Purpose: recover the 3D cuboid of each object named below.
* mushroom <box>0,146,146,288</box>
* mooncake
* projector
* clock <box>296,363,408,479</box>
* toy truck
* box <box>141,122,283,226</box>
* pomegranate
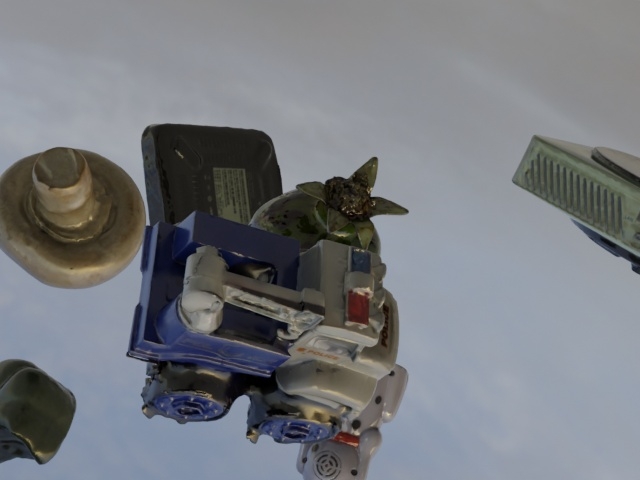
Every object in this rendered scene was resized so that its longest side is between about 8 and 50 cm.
[{"bbox_3d":[-0.336,-0.050,1.601,0.206,0.209,0.206,0,-148,0],"label":"mushroom"},{"bbox_3d":[-0.419,0.241,1.627,0.104,0.175,0.168,47,-170,-43],"label":"mooncake"},{"bbox_3d":[0.321,0.001,1.027,0.257,0.079,0.259,33,-164,33],"label":"projector"},{"bbox_3d":[0.040,0.325,2.068,0.188,0.254,0.189,12,167,3],"label":"clock"},{"bbox_3d":[-0.035,0.054,0.930,0.213,0.177,0.161,16,-119,-24],"label":"toy truck"},{"bbox_3d":[-0.170,-0.049,2.016,0.289,0.073,0.290,0,-98,-50],"label":"box"},{"bbox_3d":[0.001,0.007,1.198,0.148,0.169,0.149,8,-109,-23],"label":"pomegranate"}]
